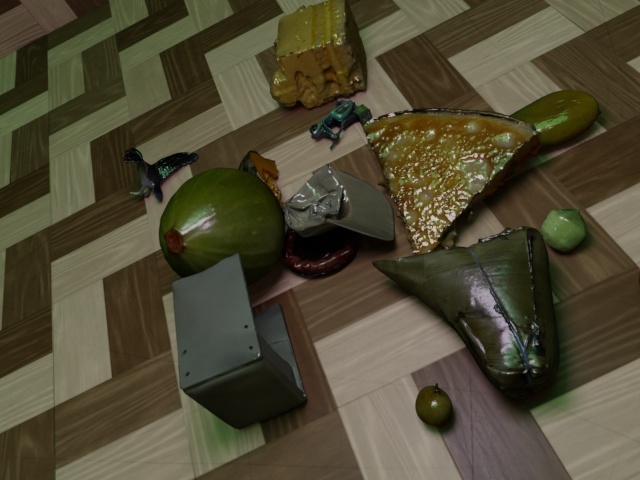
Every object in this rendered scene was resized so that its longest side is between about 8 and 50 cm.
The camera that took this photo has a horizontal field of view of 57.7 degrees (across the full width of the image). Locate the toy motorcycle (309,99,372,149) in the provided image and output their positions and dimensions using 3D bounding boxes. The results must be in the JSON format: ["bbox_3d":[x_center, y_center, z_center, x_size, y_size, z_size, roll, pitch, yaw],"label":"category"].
[{"bbox_3d":[0.051,-0.335,1.656,0.173,0.058,0.100,-37,55,-9],"label":"toy motorcycle"}]

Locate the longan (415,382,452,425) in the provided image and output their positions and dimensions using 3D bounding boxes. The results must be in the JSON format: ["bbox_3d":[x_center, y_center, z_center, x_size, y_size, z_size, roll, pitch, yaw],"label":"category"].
[{"bbox_3d":[0.214,0.306,1.095,0.075,0.083,0.075,4,22,-1],"label":"longan"}]

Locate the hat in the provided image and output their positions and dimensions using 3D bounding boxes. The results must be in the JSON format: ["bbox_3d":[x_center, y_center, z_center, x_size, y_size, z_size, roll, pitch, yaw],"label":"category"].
[{"bbox_3d":[0.045,-0.053,1.380,0.149,0.245,0.214,-41,25,33],"label":"hat"}]

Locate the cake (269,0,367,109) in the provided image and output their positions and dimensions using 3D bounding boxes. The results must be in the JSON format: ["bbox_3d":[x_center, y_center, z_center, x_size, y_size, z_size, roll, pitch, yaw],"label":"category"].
[{"bbox_3d":[-0.023,-0.545,1.734,0.286,0.222,0.227,-10,51,17],"label":"cake"}]

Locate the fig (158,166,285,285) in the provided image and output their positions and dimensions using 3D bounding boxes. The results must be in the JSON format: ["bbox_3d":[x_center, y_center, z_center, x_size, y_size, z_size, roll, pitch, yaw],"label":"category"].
[{"bbox_3d":[-0.239,-0.022,1.340,0.316,0.316,0.316,-12,52,15],"label":"fig"}]

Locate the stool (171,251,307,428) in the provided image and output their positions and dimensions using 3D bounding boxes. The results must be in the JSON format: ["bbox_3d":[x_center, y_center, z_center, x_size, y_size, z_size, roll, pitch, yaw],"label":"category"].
[{"bbox_3d":[-0.172,0.216,1.219,0.170,0.243,0.269,-24,50,5],"label":"stool"}]

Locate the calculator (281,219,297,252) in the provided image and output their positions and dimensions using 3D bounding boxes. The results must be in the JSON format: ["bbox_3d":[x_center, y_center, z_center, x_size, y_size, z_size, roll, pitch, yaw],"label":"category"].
[{"bbox_3d":[-0.194,0.019,1.522,0.262,0.021,0.161,-34,50,-3],"label":"calculator"}]

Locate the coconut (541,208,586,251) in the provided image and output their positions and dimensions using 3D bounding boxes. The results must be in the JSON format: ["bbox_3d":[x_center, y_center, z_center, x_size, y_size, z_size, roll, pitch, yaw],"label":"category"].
[{"bbox_3d":[0.511,-0.027,1.213,0.096,0.088,0.088,-55,47,18],"label":"coconut"}]

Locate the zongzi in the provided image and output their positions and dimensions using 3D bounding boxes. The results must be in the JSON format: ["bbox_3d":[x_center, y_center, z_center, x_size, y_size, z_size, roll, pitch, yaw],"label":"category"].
[{"bbox_3d":[0.266,0.145,1.139,0.361,0.160,0.322,-5,53,19],"label":"zongzi"}]

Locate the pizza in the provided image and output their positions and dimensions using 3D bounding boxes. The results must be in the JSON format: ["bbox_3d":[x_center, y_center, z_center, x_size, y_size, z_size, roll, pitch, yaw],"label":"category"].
[{"bbox_3d":[0.271,-0.129,1.377,0.440,0.130,0.405,7,73,29],"label":"pizza"}]

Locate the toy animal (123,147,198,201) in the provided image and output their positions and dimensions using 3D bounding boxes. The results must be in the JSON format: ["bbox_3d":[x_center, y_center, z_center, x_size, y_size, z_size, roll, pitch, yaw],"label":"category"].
[{"bbox_3d":[-0.537,-0.211,1.758,0.197,0.272,0.160,15,98,26],"label":"toy animal"}]

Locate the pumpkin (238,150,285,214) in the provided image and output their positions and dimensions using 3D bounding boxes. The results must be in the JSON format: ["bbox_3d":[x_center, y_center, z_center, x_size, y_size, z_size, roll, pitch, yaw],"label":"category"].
[{"bbox_3d":[-0.185,-0.171,1.551,0.111,0.163,0.278,-27,40,9],"label":"pumpkin"}]

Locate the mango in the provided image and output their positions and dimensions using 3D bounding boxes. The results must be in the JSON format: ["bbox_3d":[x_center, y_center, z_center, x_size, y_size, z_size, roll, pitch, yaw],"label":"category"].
[{"bbox_3d":[0.538,-0.277,1.384,0.238,0.091,0.137,-29,44,9],"label":"mango"}]

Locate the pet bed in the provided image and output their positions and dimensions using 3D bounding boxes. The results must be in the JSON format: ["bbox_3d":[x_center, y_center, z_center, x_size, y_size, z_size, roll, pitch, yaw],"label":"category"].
[{"bbox_3d":[0.000,0.000,1.427,0.201,0.053,0.201,-6,53,8],"label":"pet bed"}]
